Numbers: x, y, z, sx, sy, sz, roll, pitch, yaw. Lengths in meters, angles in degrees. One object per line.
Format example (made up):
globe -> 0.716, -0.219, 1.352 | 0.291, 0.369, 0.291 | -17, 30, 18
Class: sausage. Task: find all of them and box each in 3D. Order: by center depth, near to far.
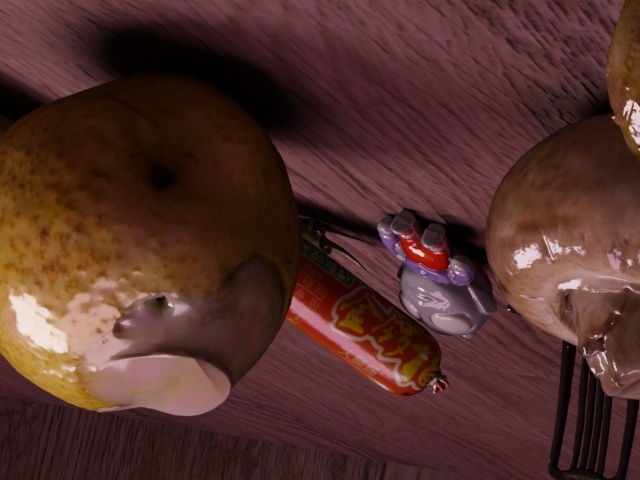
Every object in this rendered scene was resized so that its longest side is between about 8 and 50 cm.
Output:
sausage -> 0.016, 0.062, 1.817 | 0.264, 0.083, 0.083 | 36, 160, -19

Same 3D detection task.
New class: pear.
pear -> -0.138, -0.004, 1.468 | 0.271, 0.271, 0.271 | 13, 168, 3

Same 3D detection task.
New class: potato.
potato -> 0.193, -0.091, 1.077 | 0.096, 0.103, 0.066 | 1, 166, 39

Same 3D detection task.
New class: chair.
chair -> 0.206, 0.089, 1.595 | 0.084, 0.213, 0.101 | 3, 165, 39

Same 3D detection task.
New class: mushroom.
mushroom -> 0.229, 0.015, 1.336 | 0.254, 0.184, 0.255 | -1, 164, 0

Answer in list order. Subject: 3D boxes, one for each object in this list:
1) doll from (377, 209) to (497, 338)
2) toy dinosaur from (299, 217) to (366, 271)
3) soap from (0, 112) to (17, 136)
doll -> 0.111, 0.037, 1.803 | 0.102, 0.075, 0.227 | 27, 163, 24
toy dinosaur -> 0.000, 0.000, 1.848 | 0.113, 0.026, 0.041 | 26, 172, -14
soap -> -0.422, -0.104, 1.634 | 0.306, 0.115, 0.427 | 5, 166, 46
